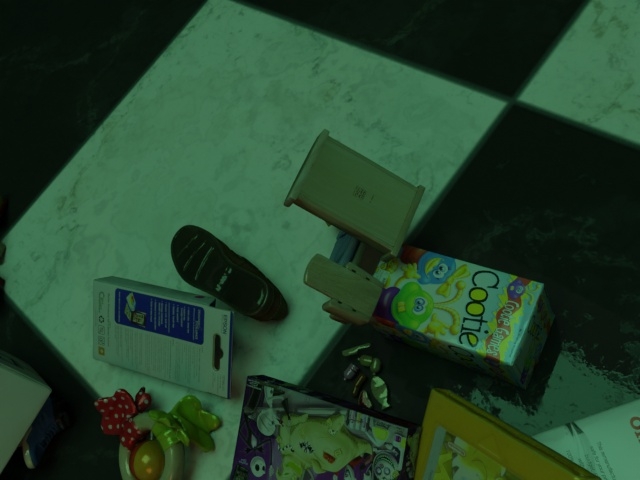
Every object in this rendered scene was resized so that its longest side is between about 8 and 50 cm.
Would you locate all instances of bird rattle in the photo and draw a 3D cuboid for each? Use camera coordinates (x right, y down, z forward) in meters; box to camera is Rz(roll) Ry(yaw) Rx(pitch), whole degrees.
[{"bbox_3d":[-0.330,0.385,1.300,0.253,0.143,0.207,-4,78,27],"label":"bird rattle"}]

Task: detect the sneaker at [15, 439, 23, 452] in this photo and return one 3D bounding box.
[{"bbox_3d":[-0.628,0.411,1.479,0.098,0.038,0.069,-23,54,1],"label":"sneaker"}]

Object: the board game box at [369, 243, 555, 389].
[{"bbox_3d":[0.229,0.123,1.162,0.275,0.144,0.142,16,72,33],"label":"board game box"}]

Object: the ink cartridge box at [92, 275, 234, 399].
[{"bbox_3d":[-0.310,0.187,1.382,0.370,0.069,0.176,9,101,31],"label":"ink cartridge box"}]

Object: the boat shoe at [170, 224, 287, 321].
[{"bbox_3d":[-0.193,0.076,1.418,0.307,0.104,0.111,38,92,34],"label":"boat shoe"}]

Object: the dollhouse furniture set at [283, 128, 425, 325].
[{"bbox_3d":[0.000,0.000,1.224,0.198,0.303,0.286,29,68,-9],"label":"dollhouse furniture set"}]

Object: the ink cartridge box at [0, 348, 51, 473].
[{"bbox_3d":[-0.712,0.322,1.406,0.270,0.197,0.198,5,62,58],"label":"ink cartridge box"}]

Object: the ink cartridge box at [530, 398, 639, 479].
[{"bbox_3d":[0.376,0.370,0.972,0.272,0.114,0.197,-24,55,13],"label":"ink cartridge box"}]

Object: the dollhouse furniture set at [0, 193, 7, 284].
[{"bbox_3d":[-0.926,0.048,1.780,0.201,0.152,0.374,-24,38,13],"label":"dollhouse furniture set"}]

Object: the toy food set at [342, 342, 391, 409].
[{"bbox_3d":[0.080,0.252,1.240,0.077,0.019,0.122,-20,64,15],"label":"toy food set"}]

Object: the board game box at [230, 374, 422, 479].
[{"bbox_3d":[-0.005,0.359,1.121,0.346,0.056,0.208,7,91,41],"label":"board game box"}]

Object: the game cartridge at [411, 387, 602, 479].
[{"bbox_3d":[0.211,0.407,0.943,0.285,0.052,0.324,21,97,56],"label":"game cartridge"}]

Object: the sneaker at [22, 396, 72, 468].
[{"bbox_3d":[-0.561,0.393,1.424,0.084,0.058,0.152,-6,47,-5],"label":"sneaker"}]
